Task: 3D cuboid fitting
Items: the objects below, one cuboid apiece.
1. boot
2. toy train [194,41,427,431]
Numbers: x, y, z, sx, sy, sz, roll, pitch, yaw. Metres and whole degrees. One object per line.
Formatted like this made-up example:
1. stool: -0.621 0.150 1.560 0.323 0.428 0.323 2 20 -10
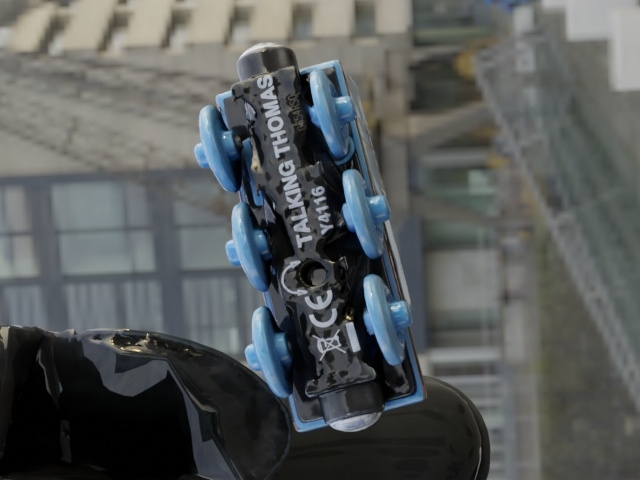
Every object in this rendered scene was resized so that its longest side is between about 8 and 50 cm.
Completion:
1. boot: -0.055 0.121 1.072 0.445 0.367 0.146 98 160 -73
2. toy train: 0.000 0.000 0.863 0.105 0.080 0.184 30 -136 -75
